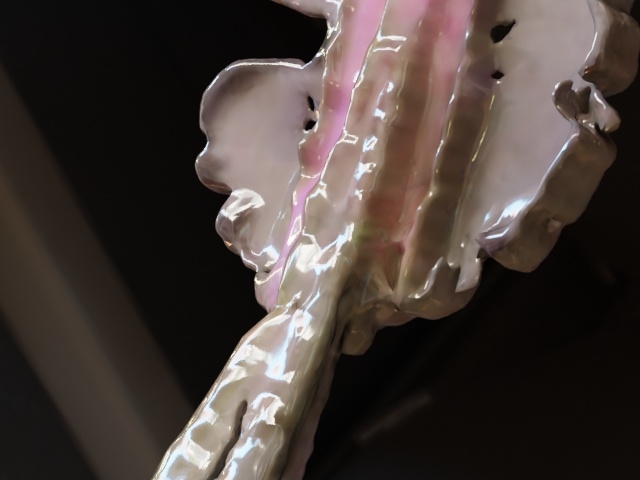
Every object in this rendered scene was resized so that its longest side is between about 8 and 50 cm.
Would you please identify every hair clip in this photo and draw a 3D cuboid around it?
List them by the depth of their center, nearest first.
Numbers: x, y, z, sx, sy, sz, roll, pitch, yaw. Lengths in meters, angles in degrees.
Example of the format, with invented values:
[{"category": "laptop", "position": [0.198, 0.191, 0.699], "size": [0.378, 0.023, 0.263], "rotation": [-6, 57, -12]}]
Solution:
[{"category": "hair clip", "position": [0.003, 0.005, 0.641], "size": [0.173, 0.300, 0.069], "rotation": [13, 165, 39]}]
